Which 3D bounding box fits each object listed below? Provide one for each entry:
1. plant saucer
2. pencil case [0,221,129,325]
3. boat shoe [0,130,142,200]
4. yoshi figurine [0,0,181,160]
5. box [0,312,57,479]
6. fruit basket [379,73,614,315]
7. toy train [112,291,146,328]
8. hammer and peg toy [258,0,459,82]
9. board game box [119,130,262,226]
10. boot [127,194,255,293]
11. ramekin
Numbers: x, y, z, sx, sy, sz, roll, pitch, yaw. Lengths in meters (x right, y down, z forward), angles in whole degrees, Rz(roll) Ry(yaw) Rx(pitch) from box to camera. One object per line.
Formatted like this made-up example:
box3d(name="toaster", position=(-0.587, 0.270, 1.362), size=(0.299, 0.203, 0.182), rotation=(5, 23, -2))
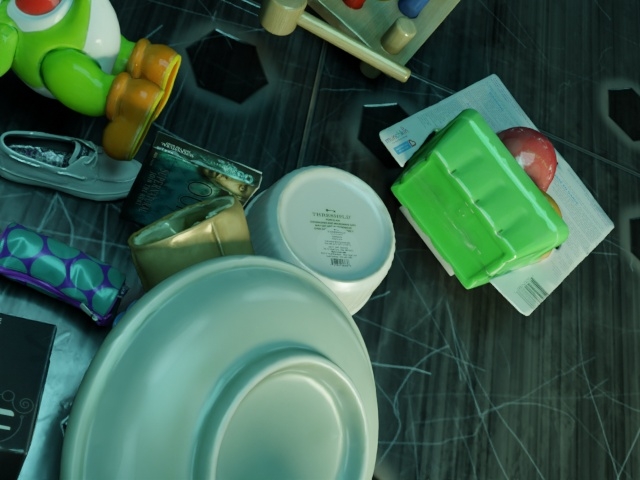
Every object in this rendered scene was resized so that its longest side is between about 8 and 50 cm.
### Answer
box3d(name="plant saucer", position=(-0.057, 0.214, 0.832), size=(0.400, 0.100, 0.400), rotation=(0, 90, -43))
box3d(name="pencil case", position=(-0.297, 0.040, 0.939), size=(0.151, 0.064, 0.070), rotation=(27, 41, -12))
box3d(name="boat shoe", position=(-0.300, -0.098, 1.005), size=(0.184, 0.063, 0.066), rotation=(14, 61, -20))
box3d(name="yoshi figurine", position=(-0.367, -0.214, 0.976), size=(0.362, 0.203, 0.203), rotation=(26, 77, -11))
box3d(name="box", position=(-0.404, 0.146, 0.758), size=(0.270, 0.165, 0.143), rotation=(15, 46, -19))
box3d(name="fruit basket", position=(0.276, -0.082, 1.256), size=(0.327, 0.165, 0.353), rotation=(53, 40, 5))
box3d(name="toy train", position=(-0.161, 0.088, 0.976), size=(0.105, 0.080, 0.184), rotation=(48, 55, -5))
box3d(name="hammer and peg toy", position=(0.058, -0.371, 1.281), size=(0.266, 0.127, 0.361), rotation=(41, 55, -5))
box3d(name="board game box", position=(-0.158, -0.053, 0.979), size=(0.126, 0.186, 0.026), rotation=(20, 61, -16))
box3d(name="boot", position=(-0.069, 0.074, 0.936), size=(0.236, 0.089, 0.269), rotation=(-31, 116, -35))
box3d(name="ramekin", position=(0.000, 0.000, 1.078), size=(0.207, 0.109, 0.207), rotation=(11, 61, -22))
